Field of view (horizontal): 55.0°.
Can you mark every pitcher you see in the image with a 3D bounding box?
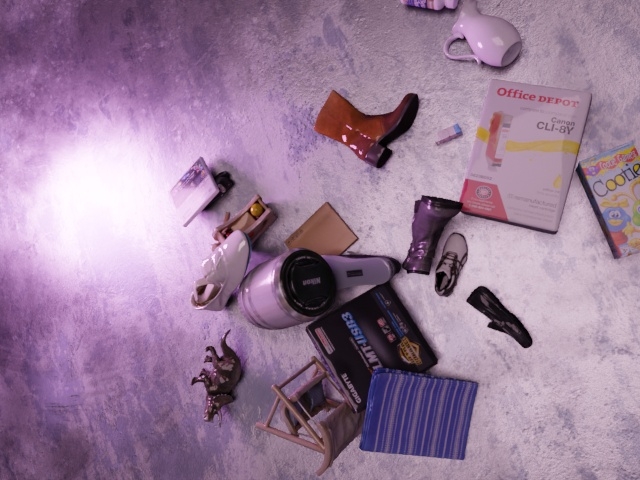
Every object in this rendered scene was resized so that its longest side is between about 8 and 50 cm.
[{"bbox_3d":[0.476,-0.586,1.824,0.207,0.125,0.178,48,124,26],"label":"pitcher"}]

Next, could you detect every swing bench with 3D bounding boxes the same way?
[{"bbox_3d":[-0.006,0.516,1.842,0.254,0.253,0.165,31,115,19],"label":"swing bench"}]

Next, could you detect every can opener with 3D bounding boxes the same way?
[{"bbox_3d":[-0.379,-0.161,2.142,0.186,0.073,0.059,-42,113,16],"label":"can opener"}]

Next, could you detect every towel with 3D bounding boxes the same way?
[{"bbox_3d":[0.286,0.505,1.775,0.335,0.040,0.244,10,91,-14],"label":"towel"}]

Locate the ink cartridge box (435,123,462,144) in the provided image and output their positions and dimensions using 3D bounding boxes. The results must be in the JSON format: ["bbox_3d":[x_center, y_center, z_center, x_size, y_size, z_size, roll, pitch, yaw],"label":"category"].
[{"bbox_3d":[0.386,-0.322,1.869,0.083,0.048,0.028,-23,80,17],"label":"ink cartridge box"}]

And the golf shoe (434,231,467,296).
[{"bbox_3d":[0.387,0.071,1.825,0.077,0.094,0.198,12,90,21],"label":"golf shoe"}]

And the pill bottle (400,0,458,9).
[{"bbox_3d":[0.337,-0.761,1.885,0.169,0.094,0.094,18,93,20],"label":"pill bottle"}]

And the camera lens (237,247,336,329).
[{"bbox_3d":[-0.103,0.154,1.881,0.274,0.219,0.220,-24,77,50],"label":"camera lens"}]

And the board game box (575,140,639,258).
[{"bbox_3d":[0.813,-0.103,1.652,0.142,0.144,0.276,-22,81,17],"label":"board game box"}]

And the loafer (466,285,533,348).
[{"bbox_3d":[0.518,0.230,1.782,0.078,0.076,0.223,-48,69,17],"label":"loafer"}]

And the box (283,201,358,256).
[{"bbox_3d":[0.000,0.000,2.006,0.201,0.021,0.164,-43,75,12],"label":"box"}]

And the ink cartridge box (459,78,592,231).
[{"bbox_3d":[0.573,-0.237,1.737,0.279,0.160,0.385,14,92,20],"label":"ink cartridge box"}]

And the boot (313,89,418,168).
[{"bbox_3d":[0.145,-0.402,1.959,0.280,0.096,0.264,37,107,25],"label":"boot"}]

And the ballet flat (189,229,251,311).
[{"bbox_3d":[-0.331,0.117,1.956,0.139,0.139,0.400,50,140,15],"label":"ballet flat"}]

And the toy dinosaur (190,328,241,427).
[{"bbox_3d":[-0.331,0.447,2.071,0.160,0.121,0.314,24,91,7],"label":"toy dinosaur"}]

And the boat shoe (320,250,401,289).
[{"bbox_3d":[0.102,0.086,1.917,0.306,0.105,0.113,-10,93,33],"label":"boat shoe"}]

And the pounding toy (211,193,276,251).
[{"bbox_3d":[-0.290,-0.056,2.043,0.269,0.154,0.155,-44,74,12],"label":"pounding toy"}]

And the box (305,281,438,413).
[{"bbox_3d":[0.151,0.315,1.842,0.293,0.073,0.296,-27,77,-15],"label":"box"}]

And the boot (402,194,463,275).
[{"bbox_3d":[0.311,-0.005,1.741,0.118,0.338,0.223,13,89,5],"label":"boot"}]

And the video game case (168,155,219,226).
[{"bbox_3d":[-0.443,-0.170,2.137,0.190,0.022,0.173,-44,56,21],"label":"video game case"}]
